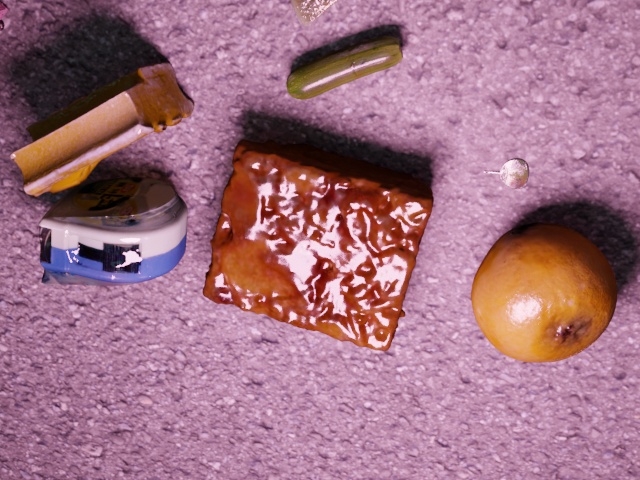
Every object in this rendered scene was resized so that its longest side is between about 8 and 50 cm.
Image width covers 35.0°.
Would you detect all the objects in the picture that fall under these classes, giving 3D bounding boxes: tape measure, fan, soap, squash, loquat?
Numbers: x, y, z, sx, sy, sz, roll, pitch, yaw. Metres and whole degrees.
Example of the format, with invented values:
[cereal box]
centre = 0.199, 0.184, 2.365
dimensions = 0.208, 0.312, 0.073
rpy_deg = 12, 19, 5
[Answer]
[tape measure]
centre = -0.391, -0.025, 1.970
dimensions = 0.262, 0.259, 0.138
rpy_deg = 4, 118, 10
[fan]
centre = 0.354, -0.131, 1.895
dimensions = 0.080, 0.003, 0.060
rpy_deg = 30, 118, -3
[soap]
centre = -0.406, -0.205, 1.890
dimensions = 0.281, 0.259, 0.143
rpy_deg = -23, 103, 19
[squash]
centre = 0.040, -0.314, 1.843
dimensions = 0.229, 0.066, 0.066
rpy_deg = -17, 111, 19
[loquat]
centre = 0.408, 0.100, 1.858
dimensions = 0.263, 0.263, 0.263
rpy_deg = 5, 117, 10

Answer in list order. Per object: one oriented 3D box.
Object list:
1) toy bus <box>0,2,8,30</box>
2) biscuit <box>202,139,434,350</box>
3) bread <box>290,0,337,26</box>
[toy bus]
centre = -0.692, -0.398, 1.967
dimensions = 0.090, 0.063, 0.203
rpy_deg = 43, 115, -7
[biscuit]
centre = 0.000, 0.000, 1.934
dimensions = 0.395, 0.166, 0.342
rpy_deg = 18, 114, 7
[bread]
centre = 0.010, -0.475, 1.785
dimensions = 0.193, 0.036, 0.112
rpy_deg = -34, 104, 24
